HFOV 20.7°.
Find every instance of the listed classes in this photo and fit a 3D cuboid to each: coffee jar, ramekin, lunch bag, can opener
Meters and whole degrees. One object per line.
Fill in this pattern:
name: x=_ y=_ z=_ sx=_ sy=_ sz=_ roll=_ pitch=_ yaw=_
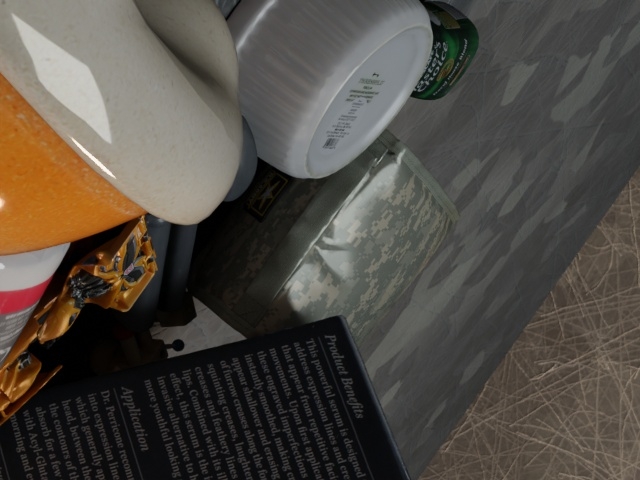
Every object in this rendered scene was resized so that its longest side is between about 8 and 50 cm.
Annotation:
coffee jar: x=0.079 y=-0.182 z=1.668 sx=0.096 sy=0.079 sz=0.184 roll=-56 pitch=162 yaw=19
ramekin: x=0.003 y=-0.149 z=1.491 sx=0.207 sy=0.109 sz=0.207 roll=-45 pitch=163 yaw=-17
lunch bag: x=0.000 y=0.000 z=1.704 sx=0.235 sy=0.169 sz=0.287 roll=-52 pitch=168 yaw=-2
can opener: x=-0.118 y=-0.015 z=1.490 sx=0.076 sy=0.095 sz=0.283 roll=-37 pitch=154 yaw=-36

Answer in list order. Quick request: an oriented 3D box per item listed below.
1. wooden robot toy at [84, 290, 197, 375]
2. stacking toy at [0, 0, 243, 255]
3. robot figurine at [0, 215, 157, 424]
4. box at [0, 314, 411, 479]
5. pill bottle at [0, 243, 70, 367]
wooden robot toy: x=-0.187 y=0.096 z=1.641 sx=0.173 sy=0.079 sz=0.076 roll=-59 pitch=137 yaw=-49
stacking toy: x=-0.305 y=-0.055 z=0.725 sx=0.480 sy=0.350 sz=0.350 roll=-32 pitch=165 yaw=7
robot figurine: x=-0.234 y=0.058 z=1.367 sx=0.291 sy=0.085 sz=0.211 roll=-45 pitch=162 yaw=-16
box: x=-0.142 y=0.264 z=1.573 sx=0.395 sy=0.212 sz=0.293 roll=-13 pitch=151 yaw=-15
pill bottle: x=-0.298 y=0.076 z=1.084 sx=0.318 sy=0.176 sz=0.176 roll=-57 pitch=162 yaw=23
